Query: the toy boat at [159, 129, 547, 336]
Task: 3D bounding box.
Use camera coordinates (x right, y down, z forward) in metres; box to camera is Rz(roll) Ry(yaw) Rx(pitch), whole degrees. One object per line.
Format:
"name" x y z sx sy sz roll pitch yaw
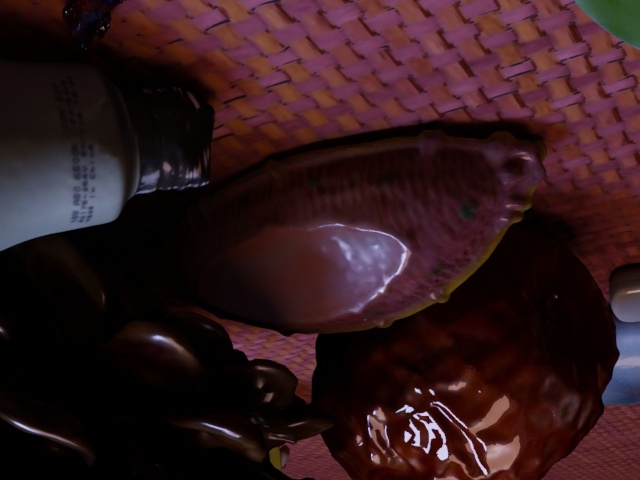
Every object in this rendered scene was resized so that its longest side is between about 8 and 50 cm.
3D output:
"toy boat" -0.001 0.003 0.621 0.318 0.099 0.141 -16 110 30

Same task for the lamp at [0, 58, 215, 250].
"lamp" -0.208 -0.023 0.446 0.314 0.181 0.182 8 154 -18

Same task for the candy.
"candy" 0.314 0.121 0.903 0.138 0.071 0.174 -8 154 15

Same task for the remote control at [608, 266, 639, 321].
"remote control" 0.350 0.039 0.779 0.190 0.029 0.087 -8 154 15

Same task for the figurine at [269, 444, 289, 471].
"figurine" -0.132 0.275 1.104 0.192 0.167 0.256 23 161 12

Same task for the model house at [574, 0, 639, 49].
"model house" 0.156 -0.178 0.224 0.207 0.154 0.294 35 170 39

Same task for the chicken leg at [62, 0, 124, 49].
"chicken leg" -0.096 -0.140 0.361 0.093 0.053 0.205 18 151 14

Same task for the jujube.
"jujube" 0.111 0.104 0.712 0.213 0.212 0.232 18 146 -35

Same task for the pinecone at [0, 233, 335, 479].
"pinecone" -0.187 0.182 0.640 0.398 0.397 0.397 -1 155 0
